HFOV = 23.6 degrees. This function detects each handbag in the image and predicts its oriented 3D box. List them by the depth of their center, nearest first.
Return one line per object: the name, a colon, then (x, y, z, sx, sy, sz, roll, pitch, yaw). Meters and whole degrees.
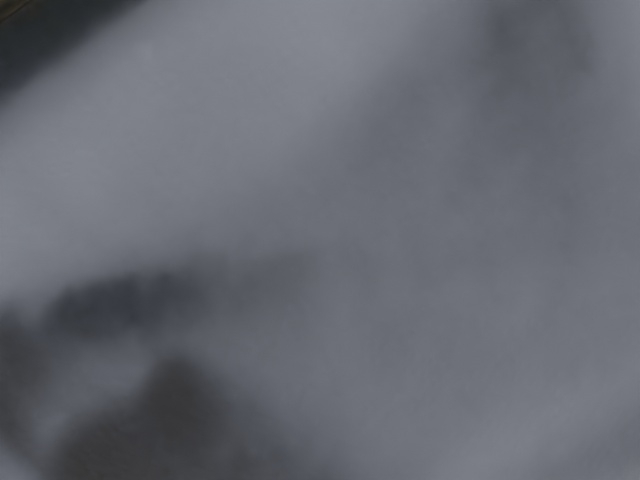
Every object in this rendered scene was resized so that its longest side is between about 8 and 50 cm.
handbag: (0.001, 0.000, 0.456, 0.301, 0.275, 0.178, -33, -165, 11)
